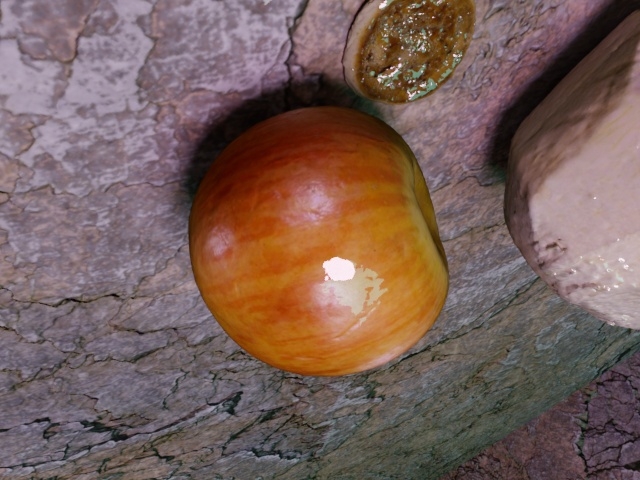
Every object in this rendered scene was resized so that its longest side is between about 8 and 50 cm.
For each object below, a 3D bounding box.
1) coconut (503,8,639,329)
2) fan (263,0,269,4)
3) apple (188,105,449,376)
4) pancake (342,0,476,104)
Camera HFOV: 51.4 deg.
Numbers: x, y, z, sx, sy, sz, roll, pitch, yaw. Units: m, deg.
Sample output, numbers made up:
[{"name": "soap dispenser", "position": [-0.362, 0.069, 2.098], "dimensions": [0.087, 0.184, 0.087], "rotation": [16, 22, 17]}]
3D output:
[{"name": "coconut", "position": [0.434, -0.087, 0.790], "dimensions": [0.415, 0.345, 0.415], "rotation": [-16, 148, -10]}, {"name": "fan", "position": [-0.124, -0.254, 0.393], "dimensions": [0.414, 0.012, 0.233], "rotation": [15, 102, -61]}, {"name": "apple", "position": [0.000, 0.000, 0.684], "dimensions": [0.233, 0.286, 0.286], "rotation": [-18, 150, 16]}, {"name": "pancake", "position": [0.094, -0.201, 0.682], "dimensions": [0.158, 0.028, 0.158], "rotation": [-17, 144, -13]}]
